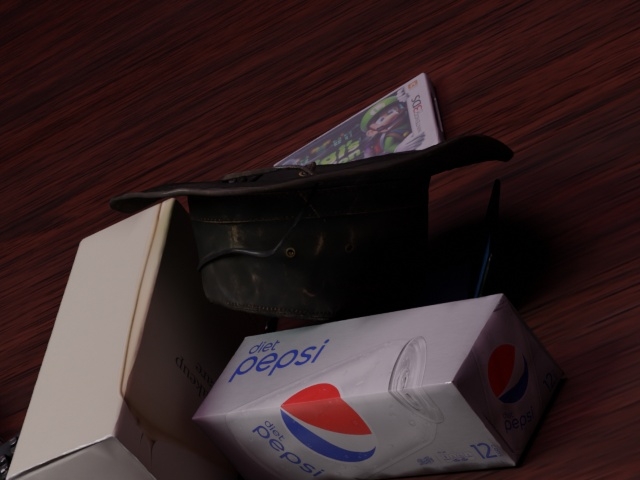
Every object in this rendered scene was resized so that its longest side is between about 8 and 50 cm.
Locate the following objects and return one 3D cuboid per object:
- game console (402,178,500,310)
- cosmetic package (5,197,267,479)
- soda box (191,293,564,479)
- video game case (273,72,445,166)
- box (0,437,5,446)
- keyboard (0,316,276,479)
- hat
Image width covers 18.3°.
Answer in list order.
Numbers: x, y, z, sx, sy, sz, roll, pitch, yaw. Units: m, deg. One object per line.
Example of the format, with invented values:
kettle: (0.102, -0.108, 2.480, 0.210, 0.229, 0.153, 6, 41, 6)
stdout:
game console: (0.107, 0.020, 1.634, 0.107, 0.071, 0.122, -16, 29, 18)
cosmetic package: (-0.146, 0.126, 1.665, 0.113, 0.160, 0.309, -24, 32, 22)
soda box: (0.039, 0.121, 1.527, 0.286, 0.091, 0.098, -12, 35, 45)
video game case: (0.035, -0.079, 1.976, 0.190, 0.022, 0.173, -31, 24, 14)
box: (-0.424, 0.217, 1.978, 0.186, 0.038, 0.145, -42, 54, -8)
keyboard: (-0.184, 0.124, 1.904, 0.317, 0.033, 0.201, -35, 24, 3)
hat: (0.000, 0.000, 1.617, 0.331, 0.134, 0.331, -9, 0, 0)
